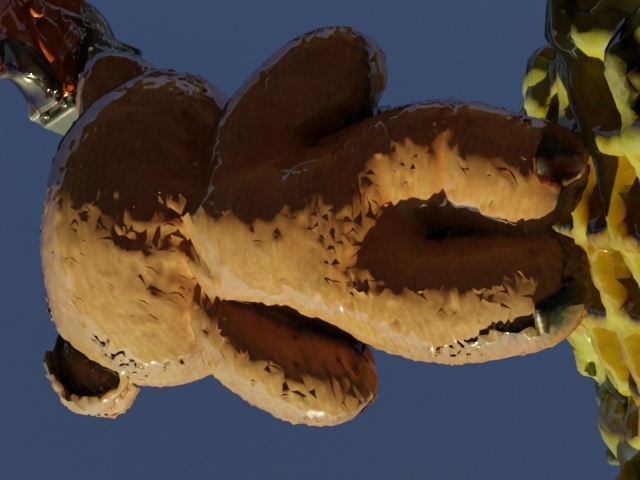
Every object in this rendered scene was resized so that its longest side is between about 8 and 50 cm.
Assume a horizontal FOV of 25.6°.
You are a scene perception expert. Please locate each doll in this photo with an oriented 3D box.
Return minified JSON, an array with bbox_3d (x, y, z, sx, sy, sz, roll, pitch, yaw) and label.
[{"bbox_3d":[0.000,0.000,0.713,0.303,0.156,0.201,3,-98,27],"label":"doll"}]

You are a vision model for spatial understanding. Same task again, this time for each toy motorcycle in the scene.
[{"bbox_3d":[-0.317,-0.182,1.347,0.148,0.326,0.221,-24,-124,41],"label":"toy motorcycle"}]

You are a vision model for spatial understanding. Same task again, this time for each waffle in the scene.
[{"bbox_3d":[0.170,0.031,0.644,0.073,0.297,0.317,-16,-131,-10],"label":"waffle"}]
